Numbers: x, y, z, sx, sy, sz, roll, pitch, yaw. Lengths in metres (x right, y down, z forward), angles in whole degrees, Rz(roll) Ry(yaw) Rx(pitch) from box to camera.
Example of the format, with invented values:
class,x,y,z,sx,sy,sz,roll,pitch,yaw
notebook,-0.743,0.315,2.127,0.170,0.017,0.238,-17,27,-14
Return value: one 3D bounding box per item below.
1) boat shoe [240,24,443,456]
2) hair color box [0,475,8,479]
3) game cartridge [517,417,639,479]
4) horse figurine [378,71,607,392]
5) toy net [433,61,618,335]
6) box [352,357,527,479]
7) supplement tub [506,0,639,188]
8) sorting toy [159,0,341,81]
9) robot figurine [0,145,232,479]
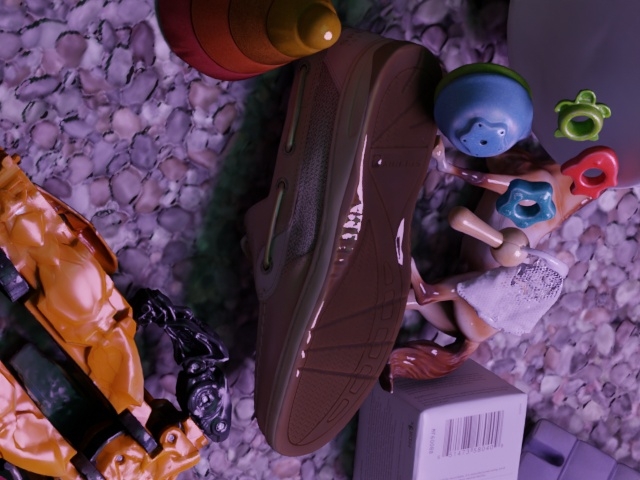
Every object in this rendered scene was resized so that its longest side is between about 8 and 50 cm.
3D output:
class,x,y,z,sx,sy,sz,roll,pitch,yaw
boat shoe,0.000,0.000,1.279,0.109,0.098,0.302,-1,107,-51
hair color box,-0.328,0.170,1.064,0.185,0.114,0.374,-26,134,29
game cartridge,0.195,0.324,1.379,0.355,0.230,0.068,-56,177,-39
horse figurine,0.119,0.000,1.373,0.174,0.066,0.263,27,87,-35
toy net,0.148,-0.025,1.280,0.122,0.045,0.232,-4,135,7
box,0.090,0.153,1.400,0.101,0.087,0.102,-6,112,-31
supplement tub,0.315,-0.157,1.325,0.316,0.228,0.228,-12,114,-34
sorting toy,0.033,-0.257,1.182,0.127,0.126,0.366,27,93,-37
robot figurine,-0.183,0.084,1.197,0.211,0.085,0.291,-42,124,-13
